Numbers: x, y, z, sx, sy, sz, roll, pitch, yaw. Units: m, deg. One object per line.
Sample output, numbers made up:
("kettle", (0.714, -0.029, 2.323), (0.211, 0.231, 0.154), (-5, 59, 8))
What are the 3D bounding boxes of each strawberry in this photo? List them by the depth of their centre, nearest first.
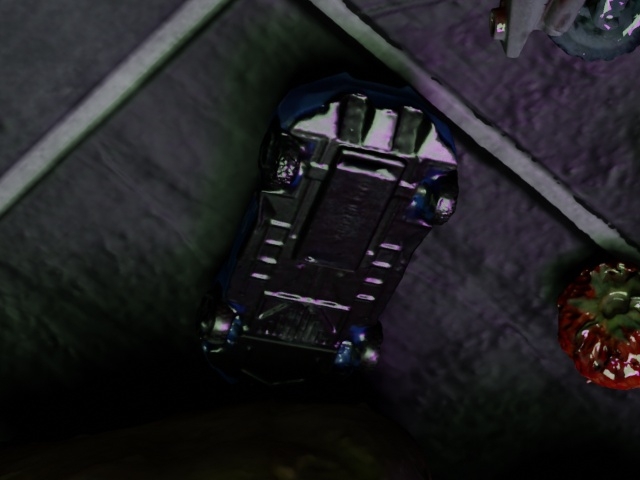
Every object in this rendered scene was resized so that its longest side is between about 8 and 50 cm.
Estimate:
("strawberry", (0.170, 0.054, 0.981), (0.073, 0.073, 0.083), (-20, 146, 11))

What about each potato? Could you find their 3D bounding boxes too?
("potato", (-0.053, 0.202, 0.937), (0.237, 0.289, 0.301), (-25, 124, 35))

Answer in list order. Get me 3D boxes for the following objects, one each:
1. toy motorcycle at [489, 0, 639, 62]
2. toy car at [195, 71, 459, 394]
("toy motorcycle", (0.111, -0.172, 0.788), (0.122, 0.082, 0.213), (-2, 127, -4))
("toy car", (0.000, 0.000, 0.927), (0.103, 0.063, 0.216), (12, 134, -14))
